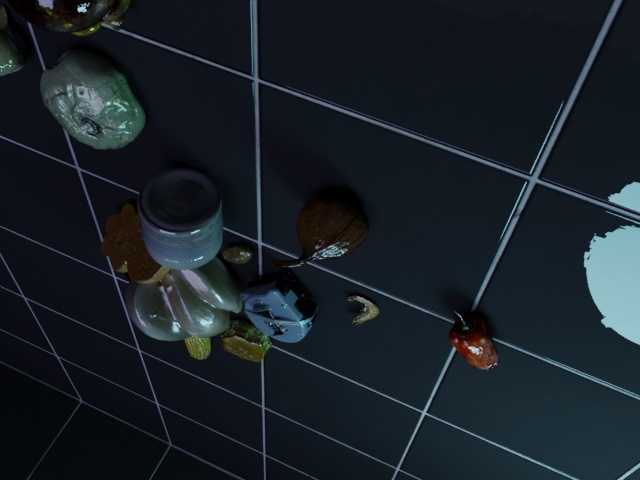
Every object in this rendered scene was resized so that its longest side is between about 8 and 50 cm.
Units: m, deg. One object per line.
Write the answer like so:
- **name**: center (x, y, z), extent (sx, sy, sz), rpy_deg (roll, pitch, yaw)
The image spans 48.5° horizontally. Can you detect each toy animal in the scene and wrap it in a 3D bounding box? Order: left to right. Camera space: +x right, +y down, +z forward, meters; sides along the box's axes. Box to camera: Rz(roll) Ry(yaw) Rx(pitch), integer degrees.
- **toy animal**: center (-0.630, -0.393, 1.422), extent (0.098, 0.137, 0.098), rpy_deg (23, -173, -3)

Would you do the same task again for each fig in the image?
- **fig**: center (0.000, 0.000, 1.358), extent (0.134, 0.201, 0.146), rpy_deg (46, 138, -8)

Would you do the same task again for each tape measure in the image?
- **tape measure**: center (-0.098, 0.168, 1.740), extent (0.182, 0.107, 0.181), rpy_deg (-21, 116, 47)

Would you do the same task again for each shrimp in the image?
- **shrimp**: center (0.086, 0.160, 1.665), extent (0.083, 0.023, 0.114), rpy_deg (38, 141, -7)

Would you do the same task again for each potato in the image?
- **potato**: center (-0.196, 0.034, 1.688), extent (0.092, 0.045, 0.046), rpy_deg (-9, 95, 40)

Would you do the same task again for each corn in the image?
- **corn**: center (-0.379, 0.309, 2.178), extent (0.085, 0.063, 0.165), rpy_deg (3, 145, -3)

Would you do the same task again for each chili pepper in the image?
- **chili pepper**: center (0.313, 0.199, 1.491), extent (0.086, 0.084, 0.192), rpy_deg (-15, 133, 27)

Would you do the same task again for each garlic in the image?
- **garlic**: center (-0.352, 0.148, 1.796), extent (0.279, 0.132, 0.325), rpy_deg (-18, 122, 9)

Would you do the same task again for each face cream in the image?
- **face cream**: center (-0.298, -0.047, 1.532), extent (0.177, 0.177, 0.153), rpy_deg (24, 147, 8)

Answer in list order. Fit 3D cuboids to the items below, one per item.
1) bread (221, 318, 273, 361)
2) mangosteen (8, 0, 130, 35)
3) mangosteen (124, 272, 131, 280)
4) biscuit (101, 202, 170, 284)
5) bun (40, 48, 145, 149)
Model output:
- **bread**: center (-0.210, 0.280, 2.007), extent (0.140, 0.069, 0.127), rpy_deg (19, 145, 13)
- **mangosteen**: center (-0.392, -0.405, 1.128), extent (0.192, 0.192, 0.217), rpy_deg (13, 162, 24)
- **mangosteen**: center (-0.462, 0.053, 1.861), extent (0.140, 0.140, 0.140), rpy_deg (20, 146, 14)
- **biscuit**: center (-0.431, 0.002, 1.706), extent (0.289, 0.201, 0.044), rpy_deg (2, 172, 44)
- **bun**: center (-0.461, -0.272, 1.415), extent (0.221, 0.108, 0.221), rpy_deg (20, 146, 14)
